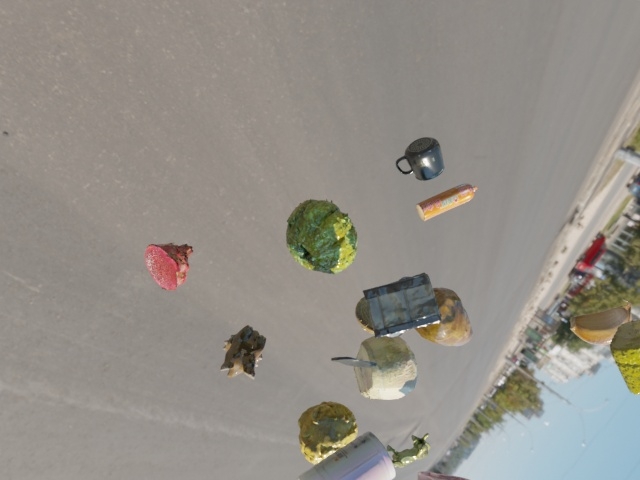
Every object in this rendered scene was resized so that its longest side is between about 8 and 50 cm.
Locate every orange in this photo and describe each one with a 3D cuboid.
[{"bbox_3d":[0.000,0.000,1.770,0.223,0.301,0.300,-40,159,-34],"label":"orange"}]

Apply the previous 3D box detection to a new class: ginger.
[{"bbox_3d":[0.473,0.318,1.853,0.223,0.200,0.269,-23,97,-33],"label":"ginger"}]

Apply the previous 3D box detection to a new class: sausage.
[{"bbox_3d":[0.468,-0.149,1.721,0.234,0.071,0.071,-24,148,-4],"label":"sausage"}]

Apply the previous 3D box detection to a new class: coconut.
[{"bbox_3d":[0.302,0.565,2.103,0.254,0.297,0.297,-2,131,-17],"label":"coconut"}]

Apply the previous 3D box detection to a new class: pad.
[{"bbox_3d":[0.274,0.217,1.582,0.233,0.174,0.022,-16,166,6],"label":"pad"}]

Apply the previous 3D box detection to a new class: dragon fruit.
[{"bbox_3d":[-0.429,0.065,1.387,0.111,0.153,0.153,-30,145,-45],"label":"dragon fruit"}]

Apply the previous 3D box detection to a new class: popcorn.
[{"bbox_3d":[0.021,0.754,1.843,0.250,0.250,0.190,-41,162,-23],"label":"popcorn"}]

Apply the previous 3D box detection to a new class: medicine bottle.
[{"bbox_3d":[0.076,0.696,1.384,0.254,0.152,0.152,-23,143,-20],"label":"medicine bottle"}]

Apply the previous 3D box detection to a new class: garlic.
[{"bbox_3d":[0.981,0.281,1.611,0.207,0.128,0.115,-35,165,35],"label":"garlic"}]

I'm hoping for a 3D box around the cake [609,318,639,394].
[{"bbox_3d":[0.823,0.262,1.126,0.179,0.156,0.260,-25,176,41],"label":"cake"}]

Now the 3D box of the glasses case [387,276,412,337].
[{"bbox_3d":[0.334,0.278,1.960,0.109,0.067,0.282,14,107,-15],"label":"glasses case"}]

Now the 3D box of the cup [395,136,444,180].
[{"bbox_3d":[0.477,-0.379,2.252,0.223,0.169,0.176,-21,126,16],"label":"cup"}]

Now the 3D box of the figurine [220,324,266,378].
[{"bbox_3d":[-0.337,0.492,2.020,0.173,0.177,0.247,-52,-157,44],"label":"figurine"}]

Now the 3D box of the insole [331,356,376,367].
[{"bbox_3d":[0.126,0.449,1.726,0.309,0.110,0.012,39,46,-60],"label":"insole"}]

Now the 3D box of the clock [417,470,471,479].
[{"bbox_3d":[0.501,1.029,1.936,0.290,0.275,0.080,23,66,-49],"label":"clock"}]

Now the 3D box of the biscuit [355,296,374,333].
[{"bbox_3d":[0.301,0.389,2.470,0.259,0.259,0.079,-33,153,-35],"label":"biscuit"}]

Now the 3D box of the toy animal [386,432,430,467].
[{"bbox_3d":[0.315,0.727,1.618,0.181,0.073,0.136,-33,135,10],"label":"toy animal"}]
